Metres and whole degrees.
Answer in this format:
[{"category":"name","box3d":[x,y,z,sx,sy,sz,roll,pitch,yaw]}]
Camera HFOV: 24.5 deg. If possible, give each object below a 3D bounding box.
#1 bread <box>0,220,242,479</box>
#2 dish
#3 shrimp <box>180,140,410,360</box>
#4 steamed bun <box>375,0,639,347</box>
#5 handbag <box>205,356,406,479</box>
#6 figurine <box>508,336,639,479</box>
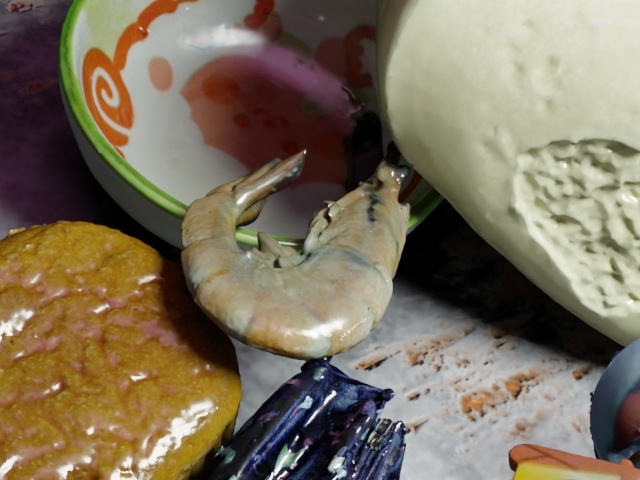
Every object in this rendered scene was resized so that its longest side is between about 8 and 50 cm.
[{"category":"bread","box3d":[-0.182,0.109,0.932,0.253,0.142,0.227,-29,67,-37]},{"category":"dish","box3d":[-0.053,-0.090,1.170,0.324,0.124,0.324,10,52,-12]},{"category":"shrimp","box3d":[-0.017,-0.004,0.988,0.145,0.059,0.254,15,37,2]},{"category":"steamed bun","box3d":[0.264,-0.154,1.120,0.456,0.290,0.371,37,37,-22]},{"category":"handbag","box3d":[-0.032,0.186,0.880,0.113,0.162,0.260,26,43,13]},{"category":"figurine","box3d":[0.234,0.251,0.859,0.276,0.248,0.388,11,36,0]}]
